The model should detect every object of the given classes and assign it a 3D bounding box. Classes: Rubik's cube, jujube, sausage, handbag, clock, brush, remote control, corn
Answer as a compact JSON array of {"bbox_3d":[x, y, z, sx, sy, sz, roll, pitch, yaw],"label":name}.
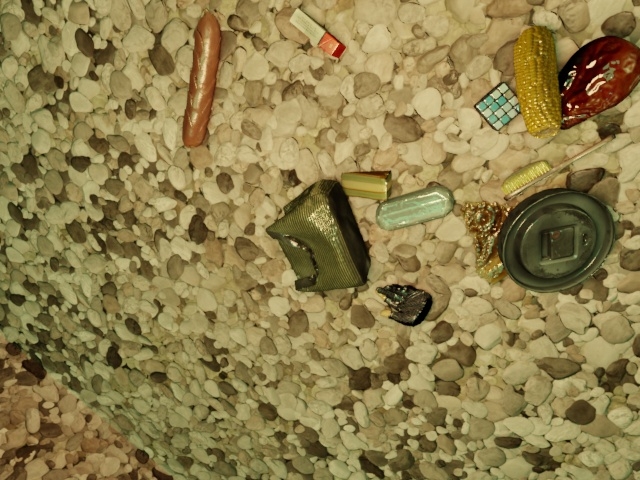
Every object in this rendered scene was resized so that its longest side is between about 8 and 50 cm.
[{"bbox_3d":[0.483,-0.362,1.149,0.092,0.092,0.092,-42,93,24],"label":"Rubik's cube"},{"bbox_3d":[0.667,-0.383,1.055,0.168,0.168,0.236,41,119,0],"label":"jujube"},{"bbox_3d":[-0.379,-0.500,1.352,0.088,0.088,0.433,19,113,9],"label":"sausage"},{"bbox_3d":[0.000,0.000,1.322,0.240,0.247,0.341,-19,108,22],"label":"handbag"},{"bbox_3d":[0.657,0.001,1.197,0.312,0.061,0.312,-1,113,-1],"label":"clock"},{"bbox_3d":[0.645,-0.213,1.172,0.313,0.072,0.067,-32,84,22],"label":"brush"},{"bbox_3d":[0.289,-0.097,1.316,0.247,0.052,0.104,-17,101,23],"label":"remote control"},{"bbox_3d":[0.539,-0.405,1.062,0.101,0.101,0.310,1,76,15],"label":"corn"}]

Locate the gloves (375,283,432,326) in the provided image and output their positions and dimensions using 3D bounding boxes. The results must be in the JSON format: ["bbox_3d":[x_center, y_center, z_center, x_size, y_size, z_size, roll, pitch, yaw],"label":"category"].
[{"bbox_3d":[0.266,0.200,1.410,0.180,0.106,0.129,29,115,36],"label":"gloves"}]

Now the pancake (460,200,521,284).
[{"bbox_3d":[0.512,-0.018,1.273,0.244,0.057,0.266,34,111,1],"label":"pancake"}]

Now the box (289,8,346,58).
[{"bbox_3d":[-0.005,-0.586,1.206,0.152,0.100,0.048,42,116,-1],"label":"box"}]

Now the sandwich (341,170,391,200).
[{"bbox_3d":[0.132,-0.168,1.301,0.163,0.113,0.079,1,108,16],"label":"sandwich"}]
